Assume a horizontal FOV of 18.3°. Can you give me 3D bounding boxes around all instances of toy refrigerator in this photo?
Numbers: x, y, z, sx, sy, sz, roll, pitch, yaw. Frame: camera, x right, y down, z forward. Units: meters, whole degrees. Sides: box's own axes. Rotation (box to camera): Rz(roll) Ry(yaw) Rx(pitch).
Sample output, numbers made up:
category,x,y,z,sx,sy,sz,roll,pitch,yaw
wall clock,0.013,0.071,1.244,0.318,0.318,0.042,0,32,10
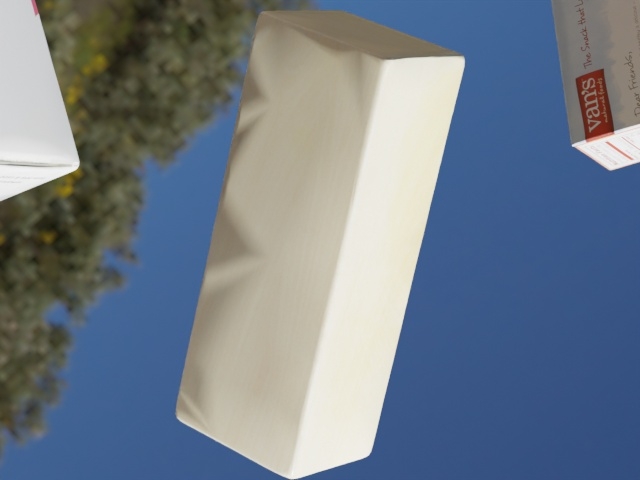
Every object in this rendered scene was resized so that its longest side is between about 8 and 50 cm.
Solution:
category,x,y,z,sx,sy,sz,roll,pitch,yaw
toy refrigerator,0.000,0.000,1.235,0.102,0.269,0.094,23,-161,34

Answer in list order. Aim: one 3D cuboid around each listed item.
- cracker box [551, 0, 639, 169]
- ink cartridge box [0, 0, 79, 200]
category,x,y,z,sx,sy,sz,roll,pitch,yaw
cracker box,0.271,-0.155,1.315,0.232,0.067,0.156,-16,-113,29
ink cartridge box,-0.304,-0.092,1.125,0.283,0.207,0.117,-20,172,23
